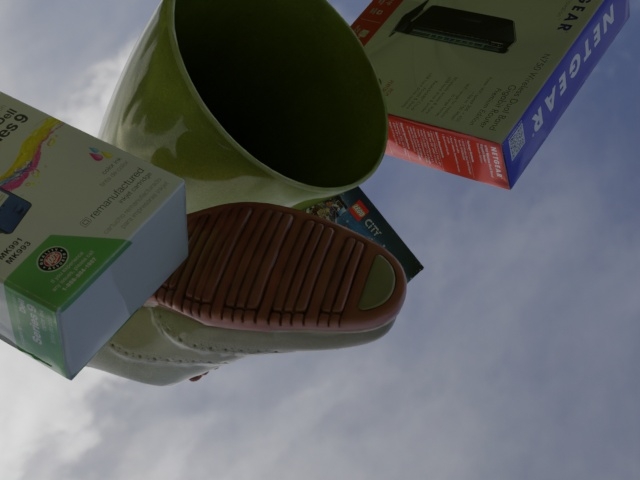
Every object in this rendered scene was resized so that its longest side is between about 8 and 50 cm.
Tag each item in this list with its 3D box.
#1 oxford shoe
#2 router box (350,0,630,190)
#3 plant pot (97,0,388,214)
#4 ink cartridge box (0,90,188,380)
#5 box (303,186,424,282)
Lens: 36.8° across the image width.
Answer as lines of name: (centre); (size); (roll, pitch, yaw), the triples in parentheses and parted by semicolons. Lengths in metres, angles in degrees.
oxford shoe: (-0.106, 0.059, 0.881); (0.396, 0.147, 0.140); (4, -138, 23)
router box: (0.186, -0.243, 1.236); (0.301, 0.082, 0.335); (20, -120, 33)
plant pot: (-0.125, -0.114, 1.048); (0.293, 0.274, 0.275); (-32, -138, 41)
ink cartridge box: (-0.232, -0.015, 0.748); (0.212, 0.093, 0.154); (25, -129, 18)
box: (0.000, 0.000, 1.223); (0.159, 0.233, 0.044); (-42, -169, -14)
